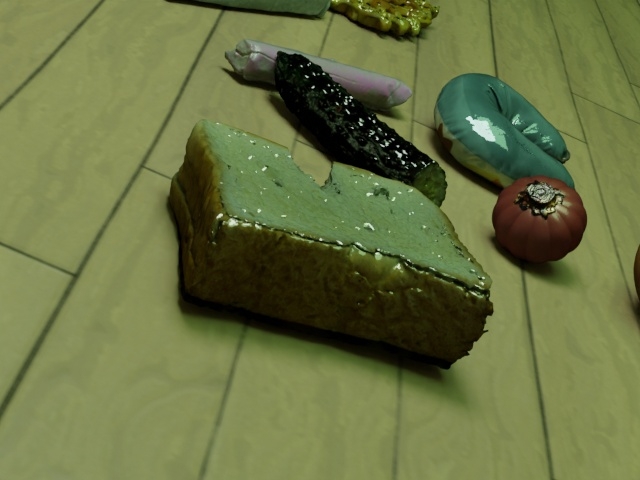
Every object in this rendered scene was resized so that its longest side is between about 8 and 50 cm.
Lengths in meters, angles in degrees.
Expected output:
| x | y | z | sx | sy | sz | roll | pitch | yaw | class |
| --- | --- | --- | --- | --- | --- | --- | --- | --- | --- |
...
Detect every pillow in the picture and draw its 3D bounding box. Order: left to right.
| x | y | z | sx | sy | sz | roll | pitch | yaw | class |
| --- | --- | --- | --- | --- | --- | --- | --- | --- | --- |
| 0.244 | -0.134 | 1.806 | 0.214 | 0.086 | 0.233 | 27 | 25 | -11 | pillow |

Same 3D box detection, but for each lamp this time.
| x | y | z | sx | sy | sz | roll | pitch | yaw | class |
| --- | --- | --- | --- | --- | --- | --- | --- | --- | --- |
| 0.248 | -0.024 | 1.569 | 0.108 | 0.092 | 0.107 | -2 | 50 | 3 | lamp |

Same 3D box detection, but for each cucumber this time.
| x | y | z | sx | sy | sz | roll | pitch | yaw | class |
| --- | --- | --- | --- | --- | --- | --- | --- | --- | --- |
| 0.032 | -0.131 | 1.597 | 0.072 | 0.072 | 0.300 | -1 | 35 | -46 | cucumber |

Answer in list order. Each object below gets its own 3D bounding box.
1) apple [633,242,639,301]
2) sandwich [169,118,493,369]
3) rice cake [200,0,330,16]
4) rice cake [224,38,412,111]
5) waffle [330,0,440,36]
| x | y | z | sx | sy | sz | roll | pitch | yaw | class |
| --- | --- | --- | --- | --- | --- | --- | --- | --- | --- |
| 0.455 | 0.043 | 1.554 | 0.209 | 0.164 | 0.209 | 24 | 23 | -11 | apple |
| 0.001 | -0.001 | 1.273 | 0.273 | 0.095 | 0.249 | 16 | 22 | -20 | sandwich |
| -0.098 | -0.360 | 1.942 | 0.336 | 0.066 | 0.063 | -1 | 35 | -48 | rice cake |
| 0.002 | -0.206 | 1.747 | 0.270 | 0.049 | 0.055 | 10 | 41 | -35 | rice cake |
| 0.067 | -0.399 | 2.210 | 0.245 | 0.052 | 0.254 | 33 | 26 | 11 | waffle |
